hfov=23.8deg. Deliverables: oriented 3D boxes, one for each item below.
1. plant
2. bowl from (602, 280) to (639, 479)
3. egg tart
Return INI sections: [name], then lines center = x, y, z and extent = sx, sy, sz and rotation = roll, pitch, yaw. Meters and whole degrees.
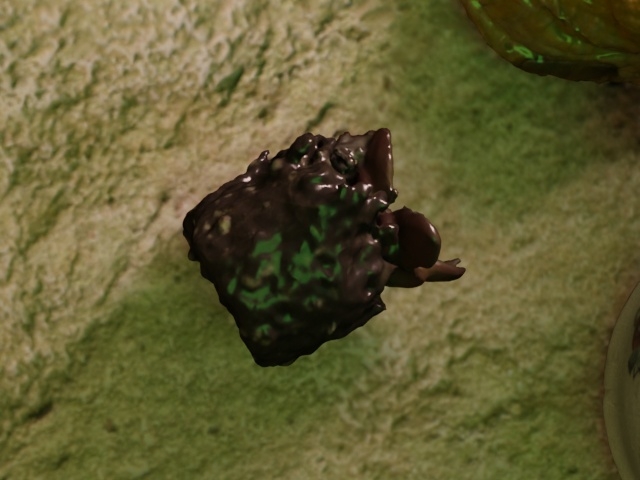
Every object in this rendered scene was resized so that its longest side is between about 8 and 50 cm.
[plant]
center = 0.000, 0.000, 1.368
extent = 0.234, 0.178, 0.204
rotation = -25, 109, -2
[bowl]
center = 0.466, 0.161, 1.415
extent = 0.435, 0.196, 0.435
rotation = 0, 89, 20
[egg tart]
center = 0.277, -0.291, 1.386
extent = 0.339, 0.153, 0.351
rotation = -18, 108, -8
